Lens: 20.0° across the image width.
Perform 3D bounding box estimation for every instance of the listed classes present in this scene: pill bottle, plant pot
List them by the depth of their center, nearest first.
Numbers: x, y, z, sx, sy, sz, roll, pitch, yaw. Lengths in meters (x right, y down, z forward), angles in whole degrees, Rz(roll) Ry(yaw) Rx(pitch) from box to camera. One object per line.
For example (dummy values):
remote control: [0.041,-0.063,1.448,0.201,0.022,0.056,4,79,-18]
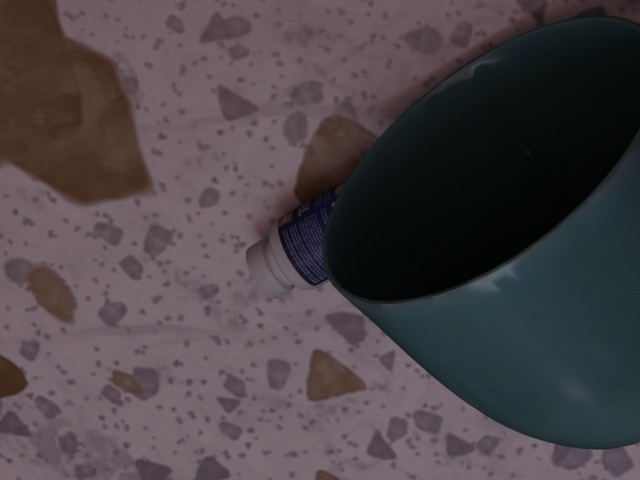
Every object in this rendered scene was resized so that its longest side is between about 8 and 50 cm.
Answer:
plant pot: [0.187,0.015,1.365,0.293,0.293,0.235,-30,119,21]
pill bottle: [0.000,0.000,1.505,0.120,0.067,0.067,-29,103,21]
